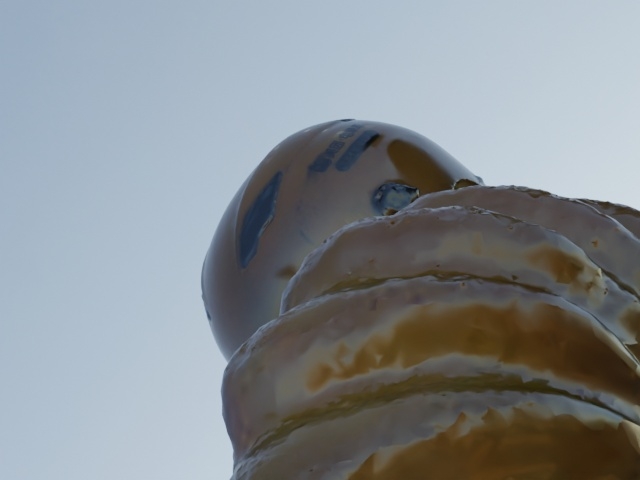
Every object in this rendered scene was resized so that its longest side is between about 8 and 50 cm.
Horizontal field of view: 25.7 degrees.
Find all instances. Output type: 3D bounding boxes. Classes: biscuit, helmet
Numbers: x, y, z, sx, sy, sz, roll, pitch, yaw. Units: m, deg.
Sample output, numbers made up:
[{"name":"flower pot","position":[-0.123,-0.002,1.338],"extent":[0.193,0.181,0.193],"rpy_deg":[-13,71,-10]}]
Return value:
[{"name":"biscuit","position":[0.114,0.118,0.425],"extent":[0.325,0.326,0.107],"rpy_deg":[-8,-23,-48]},{"name":"helmet","position":[0.000,0.000,0.937],"extent":[0.224,0.130,0.198],"rpy_deg":[-31,-20,-40]}]
